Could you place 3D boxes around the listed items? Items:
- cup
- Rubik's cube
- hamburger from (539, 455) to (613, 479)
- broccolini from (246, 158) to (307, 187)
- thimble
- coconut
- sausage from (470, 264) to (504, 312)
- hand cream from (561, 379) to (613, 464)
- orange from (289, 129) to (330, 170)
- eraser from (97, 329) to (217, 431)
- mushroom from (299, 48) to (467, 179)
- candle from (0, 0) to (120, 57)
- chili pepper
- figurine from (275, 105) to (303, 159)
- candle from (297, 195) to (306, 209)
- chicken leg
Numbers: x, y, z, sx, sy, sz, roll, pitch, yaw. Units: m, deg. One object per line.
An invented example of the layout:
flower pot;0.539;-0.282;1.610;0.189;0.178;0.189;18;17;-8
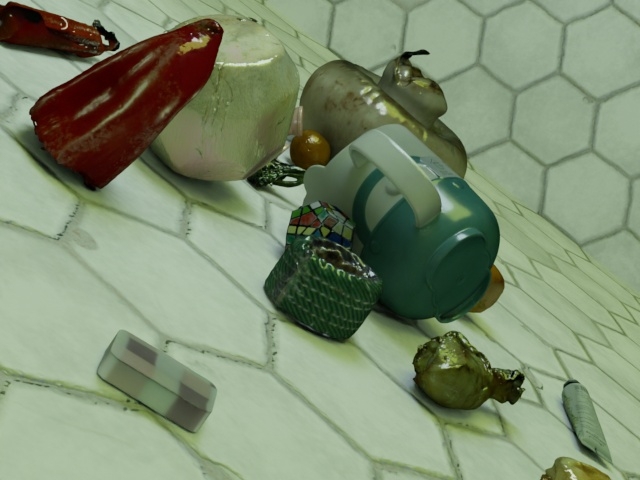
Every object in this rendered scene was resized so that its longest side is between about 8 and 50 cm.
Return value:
cup;0.118;-0.039;1.630;0.257;0.219;0.290;45;-14;31
Rubik's cube;0.000;0.000;1.556;0.111;0.093;0.111;32;15;-9
hamburger;0.311;0.329;1.213;0.213;0.108;0.214;32;17;-11
broccolini;-0.002;-0.092;1.813;0.254;0.071;0.057;11;-21;-16
thimble;0.005;0.056;1.406;0.135;0.090;0.118;26;15;-26
coconut;-0.149;-0.188;1.589;0.227;0.230;0.227;10;39;-8
sausage;0.185;0.003;1.938;0.112;0.112;0.328;18;23;-50
hand cream;0.403;0.275;1.726;0.067;0.042;0.194;41;19;-14
orange;-0.018;-0.163;2.045;0.085;0.085;0.085;33;15;-10
eraser;-0.143;0.124;0.996;0.105;0.026;0.065;34;12;-9
mushroom;0.141;-0.231;2.178;0.362;0.295;0.362;34;13;-9
candle;-0.396;-0.313;1.706;0.084;0.059;0.301;54;22;17
chili pepper;-0.218;-0.174;1.329;0.136;0.252;0.144;55;7;-1
figurine;-0.153;-0.250;1.919;0.276;0.133;0.200;41;3;-1
candle;0.018;-0.072;1.897;0.051;0.048;0.329;21;13;6
chicken leg;0.193;0.173;1.474;0.103;0.088;0.227;31;12;37
